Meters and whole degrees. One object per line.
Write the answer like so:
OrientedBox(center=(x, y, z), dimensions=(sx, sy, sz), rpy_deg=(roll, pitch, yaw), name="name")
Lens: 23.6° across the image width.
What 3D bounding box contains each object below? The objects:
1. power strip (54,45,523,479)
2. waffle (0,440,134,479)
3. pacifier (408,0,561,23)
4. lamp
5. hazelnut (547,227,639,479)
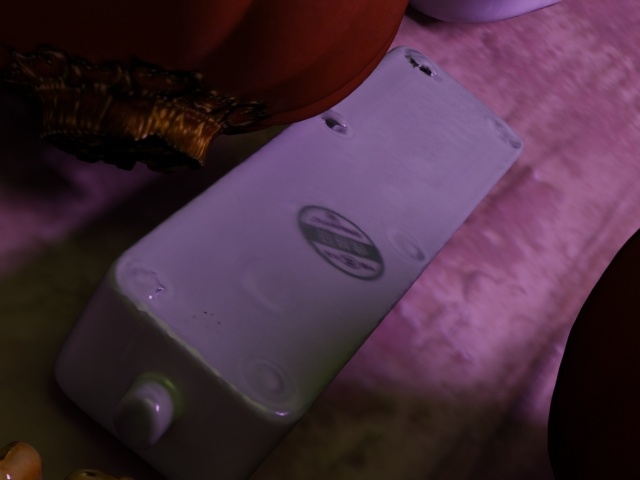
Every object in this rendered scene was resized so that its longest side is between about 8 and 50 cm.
OrientedBox(center=(0.000, 0.000, 0.686), dimensions=(0.091, 0.062, 0.385), rpy_deg=(40, 29, 3), name="power strip")
OrientedBox(center=(-0.096, 0.123, 0.429), dimensions=(0.192, 0.046, 0.160), rpy_deg=(13, 36, -36), name="waffle")
OrientedBox(center=(0.117, -0.260, 1.031), dimensions=(0.227, 0.207, 0.279), rpy_deg=(28, 26, 20), name="pacifier")
OrientedBox(center=(-0.067, -0.129, 0.651), dimensions=(0.223, 0.223, 0.196), rpy_deg=(17, 78, -32), name="lamp")
OrientedBox(center=(0.264, 0.118, 0.557), dimensions=(0.359, 0.359, 0.409), rpy_deg=(20, 25, -28), name="hazelnut")
